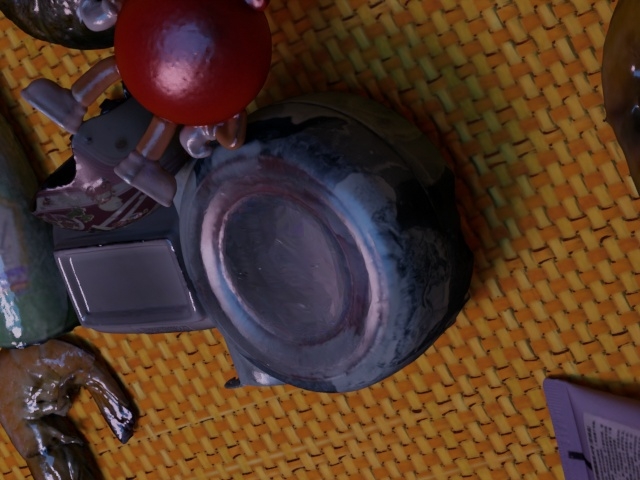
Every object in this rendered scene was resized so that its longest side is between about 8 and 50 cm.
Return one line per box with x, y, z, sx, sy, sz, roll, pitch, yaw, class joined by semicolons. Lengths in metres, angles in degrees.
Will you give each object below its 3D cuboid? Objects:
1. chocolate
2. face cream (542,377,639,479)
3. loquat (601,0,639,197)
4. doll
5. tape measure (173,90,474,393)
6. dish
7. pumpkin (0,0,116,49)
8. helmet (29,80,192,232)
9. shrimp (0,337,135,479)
-0.325;-0.039;1.807;0.110;0.110;0.291;-5;110;34;chocolate
0.310;0.201;1.551;0.274;0.096;0.154;6;122;44;face cream
0.337;-0.103;1.245;0.275;0.275;0.275;15;122;25;loquat
-0.125;-0.149;1.502;0.183;0.085;0.217;40;116;-7;doll
0.000;0.000;1.591;0.275;0.147;0.256;-8;108;40;tape measure
-0.168;0.027;1.754;0.212;0.077;0.151;-5;112;34;dish
-0.208;-0.273;1.563;0.223;0.157;0.224;8;109;23;pumpkin
-0.179;-0.070;1.669;0.107;0.153;0.177;34;131;-8;helmet
-0.247;0.231;1.936;0.169;0.058;0.296;-20;100;36;shrimp
